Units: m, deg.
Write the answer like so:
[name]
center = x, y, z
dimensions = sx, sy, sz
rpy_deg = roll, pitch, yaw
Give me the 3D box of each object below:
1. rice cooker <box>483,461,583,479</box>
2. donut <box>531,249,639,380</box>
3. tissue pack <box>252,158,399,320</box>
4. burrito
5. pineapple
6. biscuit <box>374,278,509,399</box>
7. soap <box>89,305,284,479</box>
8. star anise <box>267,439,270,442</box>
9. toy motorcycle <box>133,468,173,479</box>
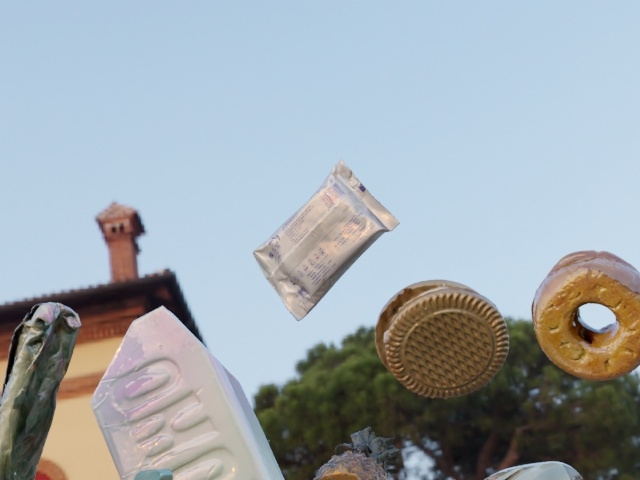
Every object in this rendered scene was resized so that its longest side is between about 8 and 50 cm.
[rice cooker]
center = 0.292, 0.393, 1.404
dimensions = 0.206, 0.145, 0.127
rpy_deg = -14, -3, -31
[donut]
center = 0.476, 0.132, 1.700
dimensions = 0.226, 0.227, 0.114
rpy_deg = -25, 4, 21
[tissue pack]
center = 0.000, 0.000, 1.327
dimensions = 0.193, 0.122, 0.026
rpy_deg = -46, -19, 14
[burrito]
center = -0.403, 0.232, 1.351
dimensions = 0.066, 0.309, 0.096
rpy_deg = 17, 4, 27
[pineapple]
center = 0.065, 0.371, 1.548
dimensions = 0.128, 0.128, 0.248
rpy_deg = -22, 2, 15
[biscuit]
center = 0.234, 0.190, 1.912
dimensions = 0.259, 0.079, 0.259
rpy_deg = 0, -65, -1
[soap]
center = -0.207, 0.284, 1.479
dimensions = 0.208, 0.347, 0.115
rpy_deg = -27, -17, 1
[star anise]
center = -0.216, 0.455, 2.049
dimensions = 0.230, 0.262, 0.081
rpy_deg = -13, 12, -19
[toy motorcycle]
center = -0.240, 0.424, 1.095
dimensions = 0.191, 0.326, 0.200
rpy_deg = -12, -31, 22
